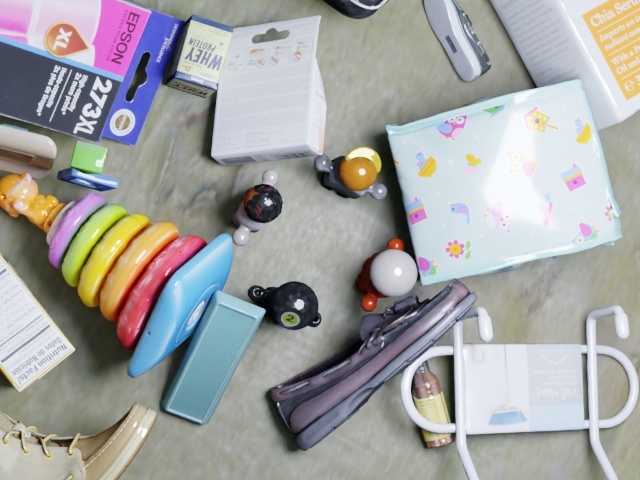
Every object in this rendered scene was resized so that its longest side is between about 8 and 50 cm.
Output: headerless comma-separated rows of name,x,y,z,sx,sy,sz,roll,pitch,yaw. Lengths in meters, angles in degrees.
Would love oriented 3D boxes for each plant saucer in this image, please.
plant saucer,-0.135,0.150,1.897,0.067,0.018,0.192,22,120,-9

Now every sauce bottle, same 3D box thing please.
sauce bottle,0.141,0.204,1.995,0.042,0.042,0.128,-14,88,-12

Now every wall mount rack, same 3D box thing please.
wall mount rack,0.285,0.236,1.956,0.350,0.130,0.304,0,83,-20

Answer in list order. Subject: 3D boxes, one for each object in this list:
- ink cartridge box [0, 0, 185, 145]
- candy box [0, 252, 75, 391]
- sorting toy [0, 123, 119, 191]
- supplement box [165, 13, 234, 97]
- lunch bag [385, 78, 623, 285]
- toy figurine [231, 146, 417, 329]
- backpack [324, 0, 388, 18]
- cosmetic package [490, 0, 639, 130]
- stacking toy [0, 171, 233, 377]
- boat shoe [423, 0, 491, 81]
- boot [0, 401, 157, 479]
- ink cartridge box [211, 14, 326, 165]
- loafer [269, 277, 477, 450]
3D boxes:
ink cartridge box,-0.325,-0.226,1.804,0.371,0.069,0.175,15,103,-42
candy box,-0.422,0.030,1.815,0.087,0.183,0.316,-39,95,-10
sorting toy,-0.405,-0.128,1.822,0.348,0.196,0.047,14,81,-11
supplement box,-0.153,-0.231,1.937,0.056,0.083,0.083,16,84,-13
lunch bag,0.236,-0.074,1.948,0.262,0.160,0.223,-14,89,9
toy figurine,0.000,0.000,1.923,0.213,0.148,0.209,-16,90,-12
backpack,0.043,-0.429,1.935,0.225,0.191,0.253,33,90,-8
cosmetic package,0.336,-0.386,2.002,0.230,0.161,0.453,-30,93,-18
stacking toy,-0.273,0.009,1.878,0.302,0.166,0.175,33,124,9
boat shoe,0.181,-0.280,2.033,0.040,0.049,0.142,-27,94,-31
boot,-0.343,0.241,1.840,0.203,0.095,0.262,45,106,-3
ink cartridge box,-0.062,-0.188,1.944,0.145,0.045,0.179,-5,67,28
loafer,0.058,0.139,1.909,0.302,0.109,0.095,-43,82,17
